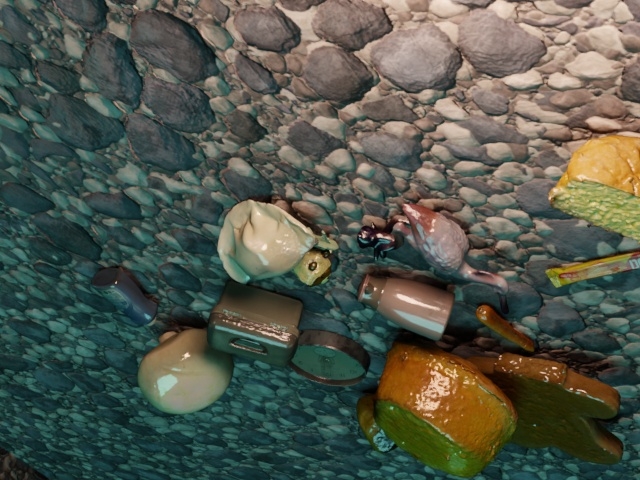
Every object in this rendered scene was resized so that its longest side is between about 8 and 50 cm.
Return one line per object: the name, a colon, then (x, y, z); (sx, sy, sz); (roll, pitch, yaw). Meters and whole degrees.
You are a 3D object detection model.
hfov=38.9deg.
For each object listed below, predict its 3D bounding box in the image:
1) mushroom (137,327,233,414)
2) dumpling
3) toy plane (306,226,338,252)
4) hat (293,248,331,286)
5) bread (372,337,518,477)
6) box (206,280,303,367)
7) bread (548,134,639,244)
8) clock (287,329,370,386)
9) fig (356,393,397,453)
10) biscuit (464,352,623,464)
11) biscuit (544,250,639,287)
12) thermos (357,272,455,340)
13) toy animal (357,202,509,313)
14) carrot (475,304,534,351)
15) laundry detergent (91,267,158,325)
mushroom: (-0.346, 0.318, 2.283); (0.246, 0.202, 0.246); (-23, 141, -20)
dumpling: (-0.113, -0.004, 1.793); (0.166, 0.126, 0.216); (57, 153, -9)
toy plane: (-0.001, 0.002, 1.815); (0.083, 0.033, 0.080); (27, 156, -17)
hat: (-0.013, 0.049, 1.848); (0.076, 0.077, 0.059); (54, 136, 21)
bread: (0.263, 0.382, 2.046); (0.337, 0.204, 0.358); (35, 160, 21)
box: (-0.146, 0.190, 2.060); (0.210, 0.129, 0.148); (16, 147, 1)
bread: (0.475, -0.084, 1.400); (0.229, 0.139, 0.143); (21, 148, -7)
clock: (0.014, 0.292, 2.219); (0.215, 0.042, 0.215); (11, 146, 7)
fig: (0.161, 0.457, 2.308); (0.166, 0.154, 0.144); (21, 177, 42)
biscuit: (0.529, 0.381, 2.086); (0.368, 0.076, 0.394); (5, 144, 36)
biscuit: (0.550, 0.040, 1.650); (0.292, 0.026, 0.048); (-17, 115, 39)
thermos: (0.169, 0.129, 1.881); (0.193, 0.105, 0.137); (18, 178, 3)
toy animal: (0.232, 0.020, 1.694); (0.324, 0.090, 0.195); (23, 153, 6)
carrot: (0.395, 0.190, 1.926); (0.190, 0.037, 0.037); (34, 142, -31)
laundry detergent: (-0.459, 0.146, 2.187); (0.097, 0.061, 0.206); (-8, 140, 28)
